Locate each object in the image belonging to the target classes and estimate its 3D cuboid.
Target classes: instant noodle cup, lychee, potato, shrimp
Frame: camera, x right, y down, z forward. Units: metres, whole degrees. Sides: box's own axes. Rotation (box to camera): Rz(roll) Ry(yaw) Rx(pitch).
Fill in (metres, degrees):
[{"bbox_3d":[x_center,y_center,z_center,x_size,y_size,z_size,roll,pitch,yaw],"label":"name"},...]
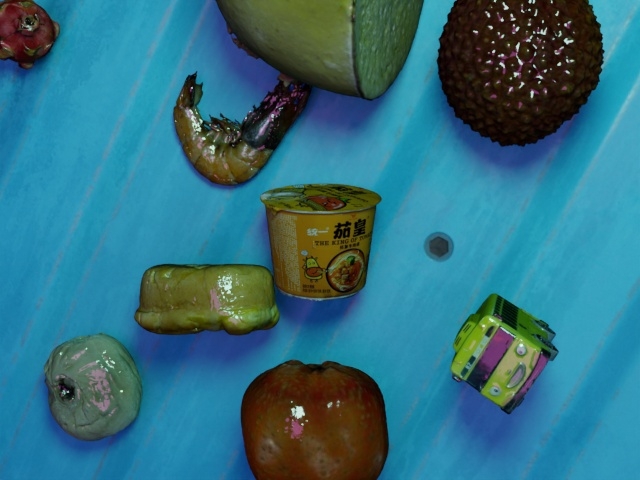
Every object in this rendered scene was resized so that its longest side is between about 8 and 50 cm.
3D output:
[{"bbox_3d":[0.000,0.000,1.513,0.216,0.216,0.172,4,107,11],"label":"instant noodle cup"},{"bbox_3d":[0.325,-0.294,1.378,0.276,0.304,0.275,-4,125,-6],"label":"lychee"},{"bbox_3d":[-0.014,-0.467,1.352,0.319,0.385,0.442,15,137,14],"label":"potato"},{"bbox_3d":[-0.153,-0.248,1.584,0.222,0.054,0.290,47,107,3],"label":"shrimp"}]

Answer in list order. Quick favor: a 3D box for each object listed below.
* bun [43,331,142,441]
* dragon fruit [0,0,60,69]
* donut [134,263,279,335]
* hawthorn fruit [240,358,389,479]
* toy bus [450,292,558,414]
[{"bbox_3d":[-0.456,0.297,1.684,0.221,0.108,0.221,1,97,11],"label":"bun"},{"bbox_3d":[-0.563,-0.396,1.612,0.133,0.166,0.136,-2,93,-33],"label":"dragon fruit"},{"bbox_3d":[-0.204,0.106,1.561,0.261,0.208,0.128,0,89,15],"label":"donut"},{"bbox_3d":[-0.008,0.349,1.525,0.275,0.275,0.299,-2,111,12],"label":"hawthorn fruit"},{"bbox_3d":[0.305,0.182,1.436,0.150,0.262,0.128,34,102,9],"label":"toy bus"}]
